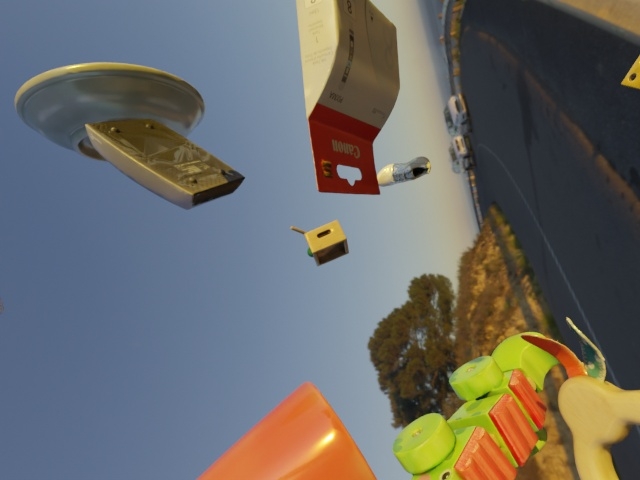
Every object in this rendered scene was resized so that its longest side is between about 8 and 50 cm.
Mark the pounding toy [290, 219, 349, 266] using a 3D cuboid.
[{"bbox_3d":[0.000,0.000,1.244,0.130,0.141,0.100,73,173,-63],"label":"pounding toy"}]

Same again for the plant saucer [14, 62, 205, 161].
[{"bbox_3d":[-0.471,-0.267,0.963,0.400,0.400,0.101,6,-108,-69],"label":"plant saucer"}]

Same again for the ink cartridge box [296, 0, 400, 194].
[{"bbox_3d":[0.081,-0.292,0.835,0.308,0.091,0.386,-9,-87,-59],"label":"ink cartridge box"}]

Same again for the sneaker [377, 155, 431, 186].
[{"bbox_3d":[0.219,-0.179,1.081,0.061,0.152,0.054,-87,-26,-61],"label":"sneaker"}]

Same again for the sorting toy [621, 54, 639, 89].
[{"bbox_3d":[0.453,-0.269,0.437,0.046,0.275,0.132,13,-129,-17],"label":"sorting toy"}]

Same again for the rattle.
[{"bbox_3d":[0.293,0.159,0.360,0.200,0.142,0.130,-113,18,-46],"label":"rattle"}]

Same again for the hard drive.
[{"bbox_3d":[-0.291,-0.149,0.772,0.172,0.254,0.054,-38,-23,-58],"label":"hard drive"}]

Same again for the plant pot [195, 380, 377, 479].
[{"bbox_3d":[-0.052,0.386,0.587,0.275,0.243,0.275,54,161,28],"label":"plant pot"}]

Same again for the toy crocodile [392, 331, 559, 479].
[{"bbox_3d":[0.185,0.218,0.452,0.340,0.105,0.115,-25,-103,-43],"label":"toy crocodile"}]

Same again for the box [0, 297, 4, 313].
[{"bbox_3d":[-0.225,-0.021,0.166,0.145,0.186,0.038,26,-132,-15],"label":"box"}]
